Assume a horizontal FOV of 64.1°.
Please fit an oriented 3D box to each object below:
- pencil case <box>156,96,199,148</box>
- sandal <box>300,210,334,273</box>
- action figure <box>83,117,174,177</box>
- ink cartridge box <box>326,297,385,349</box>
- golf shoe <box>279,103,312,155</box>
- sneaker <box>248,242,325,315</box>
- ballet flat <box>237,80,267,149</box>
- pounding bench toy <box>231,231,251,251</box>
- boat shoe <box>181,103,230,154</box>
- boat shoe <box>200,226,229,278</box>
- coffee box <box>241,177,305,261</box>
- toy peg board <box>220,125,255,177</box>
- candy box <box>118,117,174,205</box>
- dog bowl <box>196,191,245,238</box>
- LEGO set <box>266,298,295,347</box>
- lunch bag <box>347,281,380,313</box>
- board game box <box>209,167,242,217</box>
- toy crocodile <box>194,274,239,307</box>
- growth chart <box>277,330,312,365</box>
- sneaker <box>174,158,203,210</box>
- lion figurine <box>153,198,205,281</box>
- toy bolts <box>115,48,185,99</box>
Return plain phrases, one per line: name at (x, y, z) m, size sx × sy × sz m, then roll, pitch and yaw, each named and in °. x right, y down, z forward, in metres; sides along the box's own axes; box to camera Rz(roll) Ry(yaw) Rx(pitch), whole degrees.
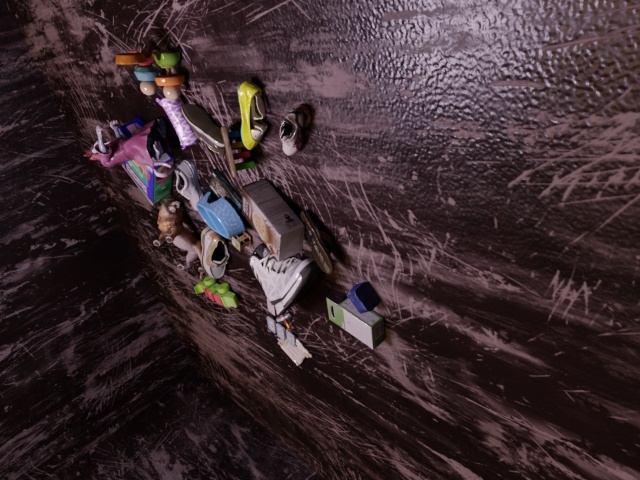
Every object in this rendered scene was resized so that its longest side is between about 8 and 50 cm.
pencil case at (-0.523, -0.445, 1.902) m, size 0.086 × 0.088 × 0.206 m, roll 3°, pitch 122°, yaw 63°
sandal at (0.000, 0.000, 1.631) m, size 0.219 × 0.060 × 0.090 m, roll 64°, pitch 155°, yaw 15°
action figure at (-0.805, -0.377, 2.140) m, size 0.370 × 0.248 × 0.275 m, roll -14°, pitch 111°, yaw 15°
ink cartridge box at (0.117, 0.262, 1.713) m, size 0.209 × 0.062 × 0.108 m, roll 29°, pitch 142°, yaw 38°
golf shoe at (-0.087, -0.297, 1.419) m, size 0.067 × 0.086 × 0.186 m, roll 46°, pitch 151°, yaw 13°
sneaker at (-0.153, 0.109, 1.844) m, size 0.257 × 0.169 × 0.447 m, roll 50°, pitch 153°, yaw 5°
ballet flat at (-0.199, -0.364, 1.532) m, size 0.077 × 0.077 × 0.230 m, roll 22°, pitch 137°, yaw 22°
pounding bench toy at (-0.329, -0.011, 2.084) m, size 0.083 × 0.065 × 0.052 m, roll 41°, pitch 149°, yaw 24°
boat shoe at (-0.409, -0.390, 1.798) m, size 0.228 × 0.081 × 0.068 m, roll 44°, pitch 145°, yaw 14°
boat shoe at (-0.482, 0.077, 2.352) m, size 0.103 × 0.113 × 0.302 m, roll 41°, pitch 148°, yaw 33°
coffee box at (-0.162, -0.071, 1.709) m, size 0.246 × 0.098 × 0.141 m, roll 50°, pitch 151°, yaw 28°
toy peg board at (-0.269, -0.295, 1.676) m, size 0.161 × 0.079 × 0.160 m, roll -145°, pitch 42°, yaw -75°
candy box at (-0.807, -0.360, 2.371) m, size 0.268 × 0.122 × 0.317 m, roll 49°, pitch 151°, yaw 10°
dog bowl at (-0.411, -0.098, 2.064) m, size 0.297 × 0.074 × 0.165 m, roll 23°, pitch 145°, yaw 53°
LEGO set at (-0.193, 0.353, 2.256) m, size 0.182 × 0.060 × 0.244 m, roll 30°, pitch 136°, yaw 37°
lunch bag at (0.130, 0.178, 1.603) m, size 0.098 × 0.067 × 0.065 m, roll 56°, pitch 150°, yaw 0°
board game box at (-0.367, -0.180, 2.008) m, size 0.186 × 0.026 × 0.126 m, roll 50°, pitch 151°, yaw 8°
toy crocodile at (-0.532, 0.270, 2.630) m, size 0.341 × 0.105 × 0.115 m, roll 21°, pitch 136°, yaw 44°
growth chart at (-0.126, 0.495, 2.351) m, size 0.172 × 0.021 × 0.237 m, roll 51°, pitch 150°, yaw 9°
sneaker at (-0.570, -0.225, 2.191) m, size 0.094 × 0.091 × 0.258 m, roll 31°, pitch 143°, yaw 36°
lion figurine at (-0.659, -0.003, 2.482) m, size 0.142 × 0.240 × 0.392 m, roll -21°, pitch 119°, yaw 21°
toy bolts at (-0.603, -0.572, 1.775) m, size 0.228 × 0.218 × 0.158 m, roll 31°, pitch 130°, yaw 48°
